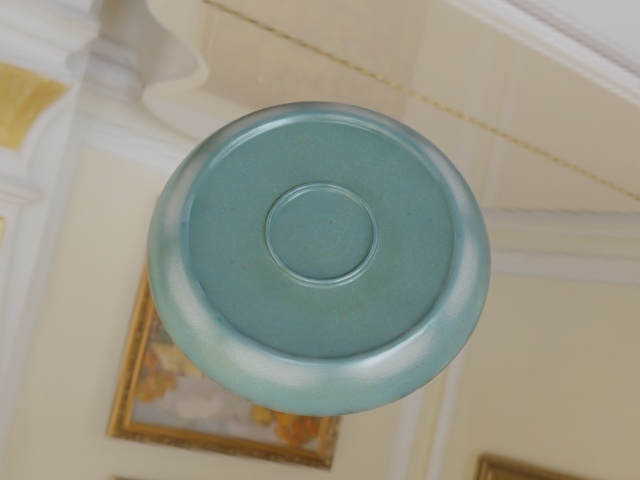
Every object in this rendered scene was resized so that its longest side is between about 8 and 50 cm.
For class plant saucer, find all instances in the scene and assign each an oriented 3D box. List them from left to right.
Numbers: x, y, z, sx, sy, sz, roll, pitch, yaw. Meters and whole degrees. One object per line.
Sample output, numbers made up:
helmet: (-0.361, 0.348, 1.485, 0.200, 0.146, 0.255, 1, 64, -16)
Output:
plant saucer: (0.000, 0.000, 1.001, 0.318, 0.317, 0.043, 13, 155, 4)
